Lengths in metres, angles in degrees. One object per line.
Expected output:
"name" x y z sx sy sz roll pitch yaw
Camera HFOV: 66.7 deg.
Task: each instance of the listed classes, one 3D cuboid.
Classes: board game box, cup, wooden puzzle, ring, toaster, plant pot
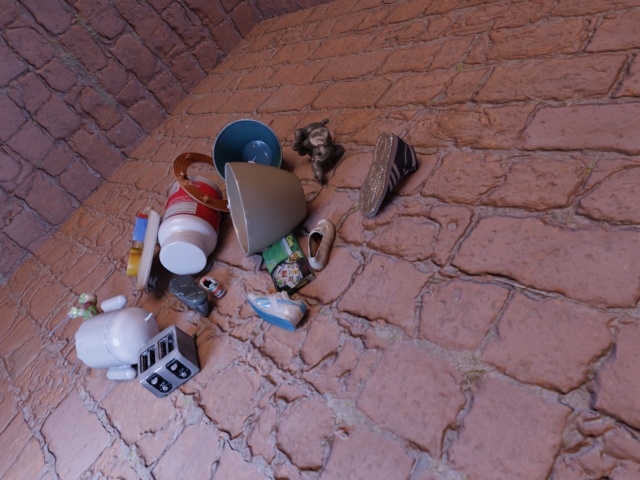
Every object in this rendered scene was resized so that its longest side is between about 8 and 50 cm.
"board game box" -0.112 0.082 1.643 0.136 0.030 0.259 -37 37 6
"cup" -0.188 -0.134 1.736 0.237 0.331 0.331 -13 33 -17
"wooden puzzle" -0.747 0.019 2.017 0.348 0.081 0.322 17 95 65
"ring" -0.455 -0.255 2.043 0.032 0.337 0.336 -48 29 32
"toaster" -0.491 0.383 1.579 0.168 0.110 0.185 -36 36 3
"plant pot" -0.293 -0.368 2.101 0.290 0.290 0.195 -32 5 10

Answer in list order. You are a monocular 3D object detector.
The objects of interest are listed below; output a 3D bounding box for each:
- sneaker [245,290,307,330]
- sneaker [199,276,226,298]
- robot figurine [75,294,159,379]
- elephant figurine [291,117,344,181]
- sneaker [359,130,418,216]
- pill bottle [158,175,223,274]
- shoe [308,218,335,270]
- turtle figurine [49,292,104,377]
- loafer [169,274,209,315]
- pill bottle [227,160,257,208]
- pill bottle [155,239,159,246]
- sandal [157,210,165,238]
"sneaker" -0.138 0.202 1.501 0.229 0.087 0.092 16 56 40
"sneaker" -0.408 0.154 1.777 0.057 0.075 0.161 -49 38 -14
"robot figurine" -0.719 0.348 1.734 0.354 0.200 0.299 -16 83 29
"elephant figurine" 0.009 -0.363 1.933 0.169 0.185 0.239 -9 34 -35
"sneaker" 0.231 -0.205 1.613 0.099 0.153 0.282 20 96 46
"pill bottle" -0.528 -0.064 1.981 0.229 0.229 0.407 -25 39 18
"shoe" 0.000 0.000 1.607 0.077 0.058 0.219 -17 42 26
"turtle figurine" -0.962 0.339 1.956 0.275 0.197 0.266 -40 33 -7
"loafer" -0.481 0.204 1.785 0.096 0.084 0.268 -28 27 -26
"pill bottle" -0.283 -0.205 1.958 0.119 0.119 0.208 24 92 50
"pill bottle" -0.728 -0.006 2.243 0.083 0.043 0.043 -30 37 12
"sandal" -0.653 -0.135 2.254 0.169 0.102 0.416 -50 14 38
